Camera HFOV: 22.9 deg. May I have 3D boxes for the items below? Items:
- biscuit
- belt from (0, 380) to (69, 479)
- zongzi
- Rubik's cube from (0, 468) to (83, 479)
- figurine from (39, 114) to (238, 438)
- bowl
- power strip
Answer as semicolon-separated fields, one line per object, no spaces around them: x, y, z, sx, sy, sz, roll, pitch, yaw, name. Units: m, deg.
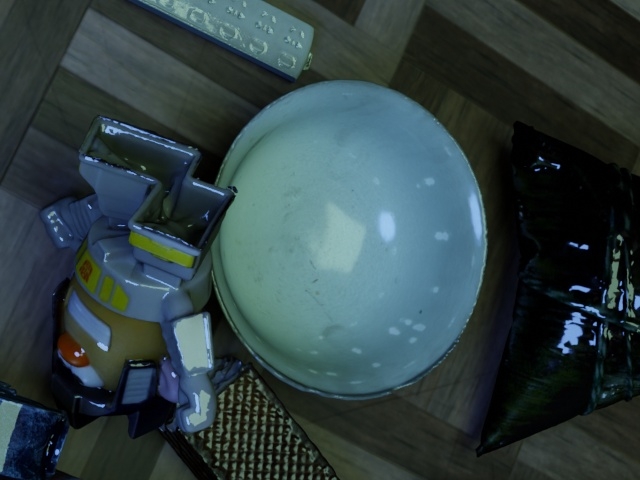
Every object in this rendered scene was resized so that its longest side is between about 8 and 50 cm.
-0.057;0.237;1.608;0.106;0.070;0.252;-42;107;-22;biscuit
-0.310;0.161;1.412;0.141;0.190;0.082;24;79;-48;belt
0.333;0.102;1.744;0.383;0.319;0.362;19;91;-8;zongzi
-0.314;0.404;1.317;0.362;0.363;0.359;-10;92;-28;Rubik's cube
-0.167;0.051;1.442;0.143;0.308;0.309;-1;90;-19;figurine
0.000;0.000;1.596;0.313;0.146;0.313;1;89;-29;bowl
-0.110;-0.235;1.607;0.252;0.027;0.060;24;79;-25;power strip
